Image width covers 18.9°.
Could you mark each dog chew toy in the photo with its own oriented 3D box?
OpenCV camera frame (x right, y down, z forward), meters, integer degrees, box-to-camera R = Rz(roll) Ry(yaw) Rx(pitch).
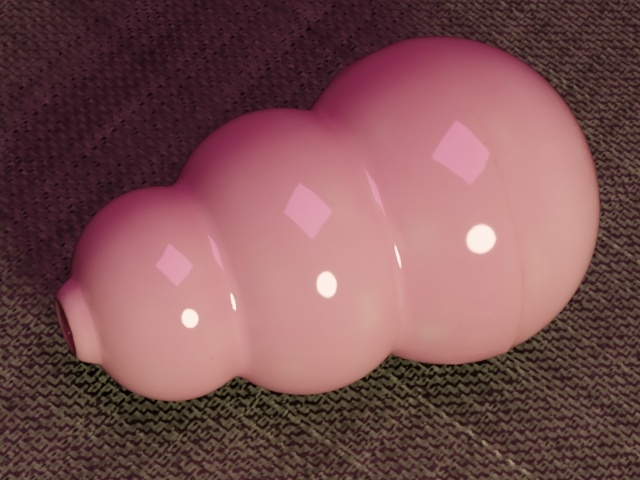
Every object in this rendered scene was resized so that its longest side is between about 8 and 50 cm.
[{"bbox_3d":[0.000,0.000,1.179,0.332,0.206,0.206,-18,62,-16],"label":"dog chew toy"}]
